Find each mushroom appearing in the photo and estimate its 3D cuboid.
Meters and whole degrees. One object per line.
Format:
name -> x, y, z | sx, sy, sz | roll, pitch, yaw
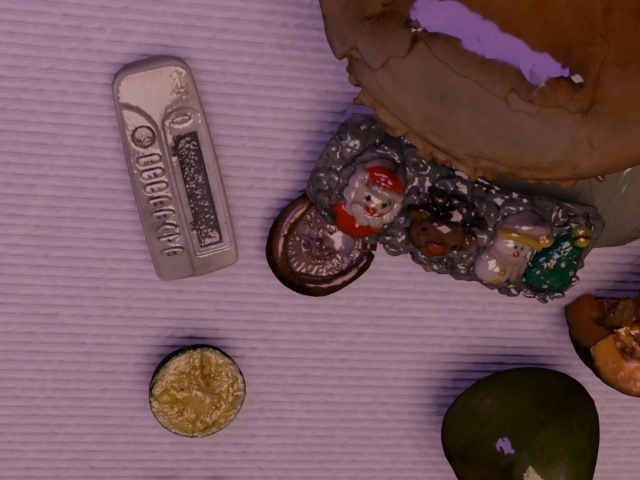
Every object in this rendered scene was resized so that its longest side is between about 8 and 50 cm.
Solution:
mushroom -> 0.000, 0.000, 1.398 | 0.123, 0.052, 0.123 | -5, 108, -17

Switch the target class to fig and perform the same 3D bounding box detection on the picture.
fig -> 0.231, 0.229, 1.484 | 0.191, 0.181, 0.181 | -42, 118, -21

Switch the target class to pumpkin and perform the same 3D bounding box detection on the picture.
pumpkin -> 0.406, 0.075, 1.491 | 0.248, 0.131, 0.126 | -36, 108, 8

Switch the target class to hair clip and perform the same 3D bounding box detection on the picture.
hair clip -> 0.143, -0.013, 1.345 | 0.321, 0.091, 0.138 | 19, 119, -16

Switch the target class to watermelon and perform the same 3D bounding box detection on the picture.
watermelon -> -0.135, 0.157, 1.425 | 0.106, 0.062, 0.105 | -4, 105, -13

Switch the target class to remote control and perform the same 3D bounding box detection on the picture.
remote control -> -0.148, -0.072, 1.332 | 0.090, 0.049, 0.230 | -15, 115, -8

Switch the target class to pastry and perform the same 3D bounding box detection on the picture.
pastry -> 0.191, -0.232, 1.207 | 0.410, 0.245, 0.409 | 2, 68, -5

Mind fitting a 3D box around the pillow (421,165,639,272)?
pillow -> 0.242, -0.101, 1.402 | 0.281, 0.076, 0.274 | -7, 115, -10
